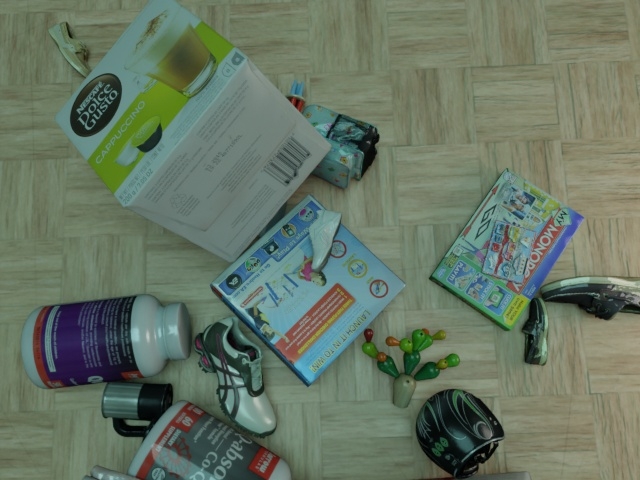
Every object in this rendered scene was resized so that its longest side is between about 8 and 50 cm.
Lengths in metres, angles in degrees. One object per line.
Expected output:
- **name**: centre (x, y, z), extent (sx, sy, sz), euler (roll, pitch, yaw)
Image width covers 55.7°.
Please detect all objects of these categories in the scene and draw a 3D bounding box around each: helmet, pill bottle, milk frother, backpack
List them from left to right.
- **pill bottle**: centre (-0.452, 0.214, 1.308), extent (0.323, 0.181, 0.181), euler (-7, 79, 0)
- **milk frother**: centre (-0.401, 0.369, 1.296), extent (0.135, 0.143, 0.129), euler (2, 83, 2)
- **pill bottle**: centre (-0.189, 0.502, 1.230), extent (0.363, 0.210, 0.210), euler (29, 81, 6)
- **backpack**: centre (0.022, -0.219, 1.393), extent (0.189, 0.166, 0.144), euler (32, 76, 11)
- **helmet**: centre (0.279, 0.391, 1.261), extent (0.169, 0.169, 0.161), euler (-35, 50, -6)

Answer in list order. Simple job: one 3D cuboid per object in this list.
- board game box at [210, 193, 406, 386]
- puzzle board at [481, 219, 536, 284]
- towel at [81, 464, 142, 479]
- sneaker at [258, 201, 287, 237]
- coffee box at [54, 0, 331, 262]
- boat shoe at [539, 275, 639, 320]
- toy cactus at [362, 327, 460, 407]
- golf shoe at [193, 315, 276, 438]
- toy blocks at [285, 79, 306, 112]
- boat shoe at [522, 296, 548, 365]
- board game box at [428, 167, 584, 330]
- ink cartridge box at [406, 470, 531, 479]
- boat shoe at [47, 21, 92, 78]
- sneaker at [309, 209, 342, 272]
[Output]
- **board game box**: centre (-0.027, 0.107, 1.343), extent (0.302, 0.086, 0.308), euler (44, 73, 9)
- **puzzle board**: centre (0.426, 0.025, 1.366), extent (0.097, 0.011, 0.128), euler (17, 80, 5)
- **towel**: centre (-0.314, 0.611, 1.174), extent (0.317, 0.053, 0.331), euler (14, 118, 14)
- **sneaker**: centre (-0.129, -0.105, 1.428), extent (0.094, 0.080, 0.212), euler (10, 72, 15)
- **coffee box**: centre (-0.252, -0.221, 1.235), extent (0.337, 0.338, 0.334), euler (-49, 58, 4)
- **boat shoe**: centre (0.635, 0.131, 1.343), extent (0.286, 0.103, 0.092), euler (1, 74, -5)
- **toy cactus**: centre (0.187, 0.274, 1.330), extent (0.219, 0.112, 0.180), euler (8, 102, -16)
- **golf shoe**: centre (-0.169, 0.295, 1.304), extent (0.120, 0.105, 0.272), euler (-40, 80, 30)
- **toy blocks**: centre (-0.102, -0.323, 1.472), extent (0.123, 0.054, 0.148), euler (11, 79, 3)
- **boat shoe**: centre (0.477, 0.202, 1.353), extent (0.049, 0.056, 0.152), euler (1, 79, -4)
- **board game box**: centre (0.428, 0.018, 1.397), extent (0.214, 0.046, 0.317), euler (35, 81, 8)
- **ink cartridge box**: centre (0.242, 0.546, 1.089), extent (0.280, 0.385, 0.160), euler (-11, 78, 20)
- **boat shoe**: centre (-0.614, -0.480, 1.511), extent (0.059, 0.063, 0.170), euler (-37, 79, 0)
- **sneaker**: centre (0.000, 0.000, 1.312), extent (0.061, 0.053, 0.152), euler (16, 63, 5)
